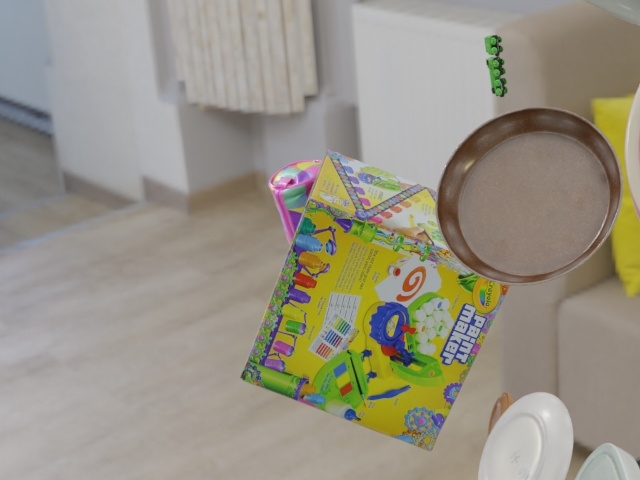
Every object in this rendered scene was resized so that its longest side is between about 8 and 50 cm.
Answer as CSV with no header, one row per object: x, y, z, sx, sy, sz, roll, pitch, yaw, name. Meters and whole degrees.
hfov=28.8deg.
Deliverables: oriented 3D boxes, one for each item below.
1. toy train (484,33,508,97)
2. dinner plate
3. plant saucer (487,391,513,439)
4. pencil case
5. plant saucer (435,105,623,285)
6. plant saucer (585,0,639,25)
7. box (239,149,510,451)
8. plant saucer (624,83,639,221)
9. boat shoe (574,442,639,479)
0.226,-0.226,1.614,0.017,0.083,0.023,-21,21,-36,toy train
0.195,0.214,1.225,0.017,0.141,0.141,23,12,-25,dinner plate
0.231,0.237,1.612,0.013,0.083,0.083,14,23,-3,plant saucer
0.000,0.000,1.827,0.104,0.236,0.104,-16,21,6,pencil case
0.185,-0.037,1.100,0.168,0.168,0.029,8,-16,29,plant saucer
0.311,-0.343,1.081,0.400,0.400,0.100,15,62,39,plant saucer
0.079,0.080,1.669,0.279,0.290,0.177,22,26,-1,box
0.424,-0.104,1.244,0.084,0.332,0.332,7,14,-33,plant saucer
0.262,0.269,0.944,0.091,0.114,0.302,24,31,-9,boat shoe
